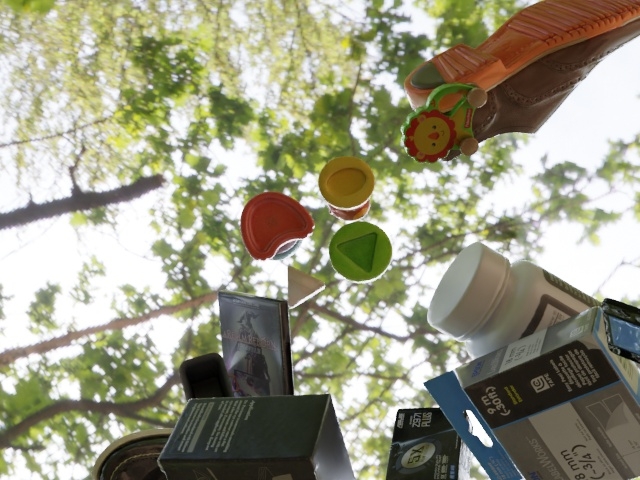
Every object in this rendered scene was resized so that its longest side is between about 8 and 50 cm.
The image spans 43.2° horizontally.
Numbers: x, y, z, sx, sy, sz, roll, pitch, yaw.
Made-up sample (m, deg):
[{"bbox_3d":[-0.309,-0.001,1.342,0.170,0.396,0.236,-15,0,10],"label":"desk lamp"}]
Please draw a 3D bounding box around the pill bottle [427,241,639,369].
[{"bbox_3d":[0.386,0.161,1.425,0.361,0.204,0.204,30,-92,-7],"label":"pill bottle"}]

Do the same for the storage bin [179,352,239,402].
[{"bbox_3d":[-0.201,0.291,1.514,0.098,0.135,0.091,-15,-28,-12],"label":"storage bin"}]

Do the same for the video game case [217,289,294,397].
[{"bbox_3d":[-0.119,0.237,1.507,0.026,0.196,0.274,-12,-79,-40],"label":"video game case"}]

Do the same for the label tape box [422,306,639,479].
[{"bbox_3d":[0.344,0.282,1.268,0.240,0.334,0.106,55,-149,-6],"label":"label tape box"}]

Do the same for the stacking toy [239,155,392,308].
[{"bbox_3d":[0.000,0.000,1.725,0.309,0.279,0.130,-22,-20,-6],"label":"stacking toy"}]

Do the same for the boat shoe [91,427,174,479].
[{"bbox_3d":[-0.170,0.367,1.152,0.127,0.113,0.340,-52,-44,-5],"label":"boat shoe"}]

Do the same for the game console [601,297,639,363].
[{"bbox_3d":[0.371,0.139,0.943,0.071,0.107,0.122,-52,-39,-21],"label":"game console"}]

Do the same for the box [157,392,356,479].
[{"bbox_3d":[-0.054,0.243,0.813,0.093,0.158,0.156,-68,-32,-56],"label":"box"}]

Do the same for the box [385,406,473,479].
[{"bbox_3d":[0.219,0.427,1.613,0.180,0.147,0.077,-73,-34,-42],"label":"box"}]

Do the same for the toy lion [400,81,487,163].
[{"bbox_3d":[0.147,-0.142,0.984,0.096,0.034,0.100,1,-63,-10],"label":"toy lion"}]

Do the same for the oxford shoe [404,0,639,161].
[{"bbox_3d":[0.289,-0.226,1.080,0.364,0.130,0.132,-24,-57,-3],"label":"oxford shoe"}]
